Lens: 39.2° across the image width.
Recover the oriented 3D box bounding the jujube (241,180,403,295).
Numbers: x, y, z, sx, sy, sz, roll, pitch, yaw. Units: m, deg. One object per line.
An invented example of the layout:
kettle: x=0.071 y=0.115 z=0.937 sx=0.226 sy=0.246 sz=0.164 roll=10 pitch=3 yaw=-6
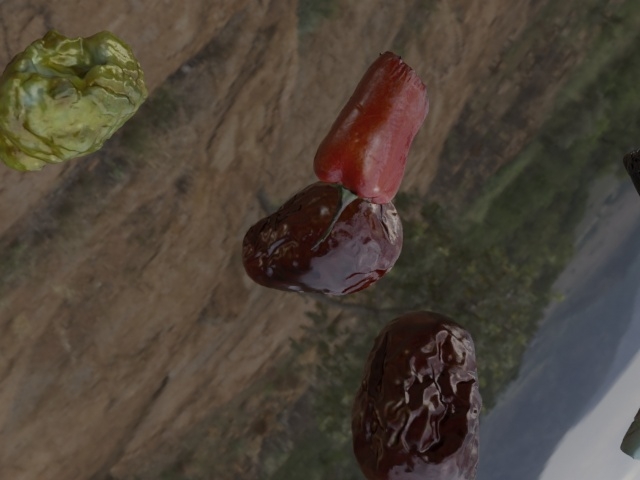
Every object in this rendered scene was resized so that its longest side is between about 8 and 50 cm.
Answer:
jujube: x=0.000 y=0.000 z=1.410 sx=0.255 sy=0.189 sz=0.190 roll=-10 pitch=-177 yaw=29

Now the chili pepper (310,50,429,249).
chili pepper: x=0.038 y=-0.075 z=0.831 sx=0.086 sy=0.084 sz=0.192 roll=30 pitch=88 yaw=-46

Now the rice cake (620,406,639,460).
rice cake: x=0.454 y=0.185 z=0.969 sx=0.037 sy=0.198 sz=0.189 roll=-90 pitch=-155 yaw=-81

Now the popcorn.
popcorn: x=-0.523 y=-0.284 z=1.885 sx=0.334 sy=0.293 sz=0.292 roll=-22 pitch=142 yaw=-24

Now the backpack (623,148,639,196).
backpack: x=0.600 y=-0.056 z=1.383 sx=0.206 sy=0.258 sz=0.133 roll=-12 pitch=163 yaw=-31

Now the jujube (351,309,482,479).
jujube: x=0.192 y=0.325 z=1.750 sx=0.276 sy=0.277 sz=0.376 roll=106 pitch=0 yaw=-52
